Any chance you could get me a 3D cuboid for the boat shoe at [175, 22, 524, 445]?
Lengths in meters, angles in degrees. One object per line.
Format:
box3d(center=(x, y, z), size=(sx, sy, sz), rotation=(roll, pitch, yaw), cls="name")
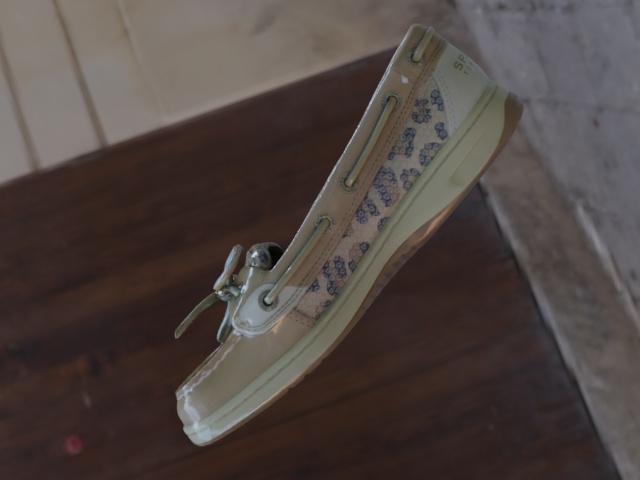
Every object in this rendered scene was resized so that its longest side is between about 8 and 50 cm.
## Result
box3d(center=(0.000, 0.000, 0.839), size=(0.089, 0.285, 0.104), rotation=(41, 180, -6), cls="boat shoe")
